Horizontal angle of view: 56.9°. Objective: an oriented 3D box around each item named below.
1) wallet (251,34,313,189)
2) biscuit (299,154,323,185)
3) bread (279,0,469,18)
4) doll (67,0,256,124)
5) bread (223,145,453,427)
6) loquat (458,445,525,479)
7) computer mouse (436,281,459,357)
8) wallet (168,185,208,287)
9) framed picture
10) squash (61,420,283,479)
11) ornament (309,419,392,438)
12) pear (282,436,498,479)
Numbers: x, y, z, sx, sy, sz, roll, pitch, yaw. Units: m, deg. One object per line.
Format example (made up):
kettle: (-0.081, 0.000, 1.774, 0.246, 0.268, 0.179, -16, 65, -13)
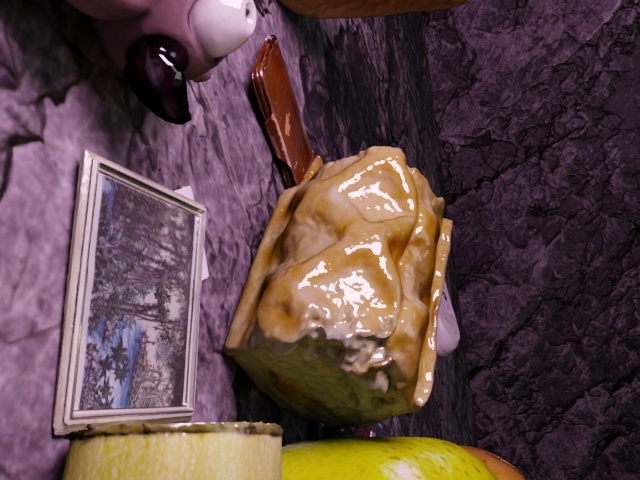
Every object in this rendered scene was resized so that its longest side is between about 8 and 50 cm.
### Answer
wallet: (-0.047, -0.151, 0.733, 0.095, 0.026, 0.176, -77, 158, -44)
biscuit: (-0.001, 0.000, 0.807, 0.144, 0.016, 0.203, -64, 148, -56)
bread: (0.071, -0.372, 0.771, 0.152, 0.289, 0.119, -6, 99, -71)
doll: (-0.127, -0.201, 0.379, 0.257, 0.118, 0.181, 53, 30, -52)
bread: (0.031, 0.047, 0.615, 0.238, 0.196, 0.251, 56, 42, -49)
loquat: (0.257, 0.488, 1.051, 0.263, 0.263, 0.262, -7, 90, -71)
computer mouse: (0.185, 0.099, 1.191, 0.184, 0.121, 0.296, 27, 42, -55)
wallet: (-0.115, -0.004, 0.506, 0.044, 0.011, 0.083, -34, 116, -69)
framed picture: (-0.128, 0.042, 0.432, 0.142, 0.011, 0.183, 29, 58, -63)
squash: (-0.087, 0.228, 0.321, 0.132, 0.133, 0.246, 44, 42, -62)
ornament: (0.045, 0.235, 0.789, 0.202, 0.080, 0.235, -43, 124, -63)
pear: (0.089, 0.341, 0.587, 0.318, 0.239, 0.342, -25, 108, -51)
